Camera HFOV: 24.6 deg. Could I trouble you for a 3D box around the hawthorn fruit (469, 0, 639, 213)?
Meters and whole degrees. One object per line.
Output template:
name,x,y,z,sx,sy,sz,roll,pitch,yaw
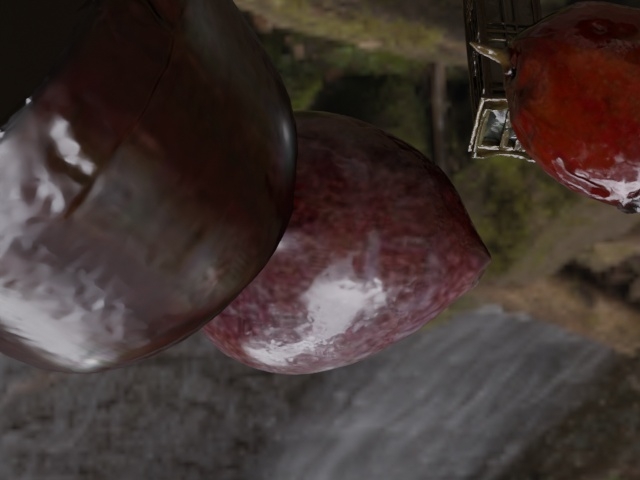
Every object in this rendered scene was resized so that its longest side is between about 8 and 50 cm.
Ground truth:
hawthorn fruit,0.256,-0.133,1.377,0.251,0.189,0.189,23,174,8

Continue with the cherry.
cherry,0.000,0.000,1.282,0.300,0.230,0.203,2,145,18

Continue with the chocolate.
chocolate,-0.190,-0.084,1.076,0.384,0.383,0.331,-7,150,30

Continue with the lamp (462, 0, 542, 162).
lamp,0.206,-0.237,1.654,0.090,0.325,0.089,4,142,-4
